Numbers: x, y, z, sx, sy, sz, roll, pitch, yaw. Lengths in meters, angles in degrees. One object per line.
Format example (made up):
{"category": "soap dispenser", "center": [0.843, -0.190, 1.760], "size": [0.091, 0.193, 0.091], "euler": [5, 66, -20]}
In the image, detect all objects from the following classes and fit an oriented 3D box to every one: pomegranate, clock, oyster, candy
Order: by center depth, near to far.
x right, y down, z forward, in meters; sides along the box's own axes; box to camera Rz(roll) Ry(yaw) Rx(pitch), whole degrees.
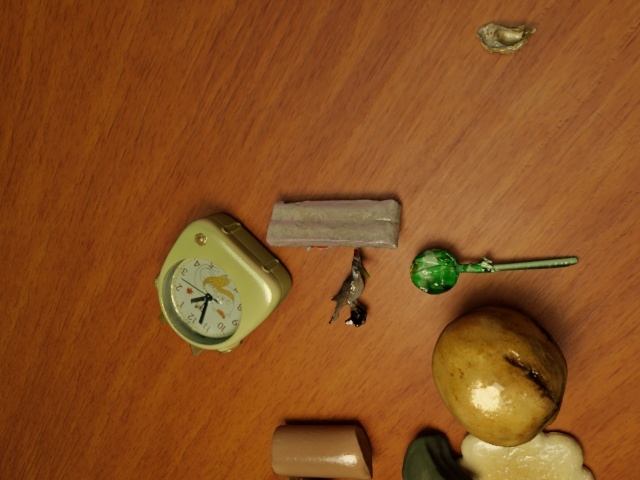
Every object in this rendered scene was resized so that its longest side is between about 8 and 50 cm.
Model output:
{"category": "oyster", "center": [0.340, -0.376, 0.840], "size": [0.081, 0.038, 0.083], "euler": [-38, 63, 14]}
{"category": "pomegranate", "center": [0.339, 0.255, 0.873], "size": [0.260, 0.260, 0.260], "euler": [5, 105, 19]}
{"category": "candy", "center": [0.346, 0.053, 0.925], "size": [0.324, 0.097, 0.097], "euler": [-5, 102, 12]}
{"category": "clock", "center": [-0.267, 0.131, 1.137], "size": [0.286, 0.117, 0.348], "euler": [44, 114, 5]}

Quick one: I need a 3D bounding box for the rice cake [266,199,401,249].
{"category": "rice cake", "center": [0.025, -0.038, 1.001], "size": [0.298, 0.050, 0.106], "euler": [1, 72, 19]}

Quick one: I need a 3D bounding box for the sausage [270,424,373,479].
{"category": "sausage", "center": [0.006, 0.524, 1.133], "size": [0.253, 0.123, 0.123], "euler": [-9, 100, 21]}

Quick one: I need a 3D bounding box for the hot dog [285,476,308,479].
{"category": "hot dog", "center": [0.016, 0.728, 1.176], "size": [0.135, 0.100, 0.337], "euler": [-15, 116, 36]}

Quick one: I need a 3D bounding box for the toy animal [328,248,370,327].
{"category": "toy animal", "center": [0.071, 0.115, 1.037], "size": [0.105, 0.070, 0.202], "euler": [21, 115, 34]}

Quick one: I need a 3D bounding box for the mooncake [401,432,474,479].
{"category": "mooncake", "center": [0.268, 0.527, 1.021], "size": [0.168, 0.104, 0.175], "euler": [-47, 49, 52]}

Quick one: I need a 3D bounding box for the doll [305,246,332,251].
{"category": "doll", "center": [0.001, 0.000, 1.048], "size": [0.114, 0.039, 0.057], "euler": [10, 79, 26]}

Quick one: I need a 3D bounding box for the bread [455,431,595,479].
{"category": "bread", "center": [0.447, 0.542, 1.014], "size": [0.316, 0.054, 0.316], "euler": [5, 106, 17]}
